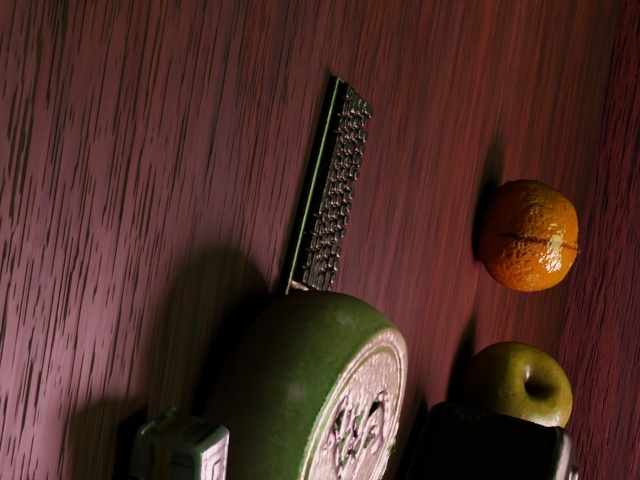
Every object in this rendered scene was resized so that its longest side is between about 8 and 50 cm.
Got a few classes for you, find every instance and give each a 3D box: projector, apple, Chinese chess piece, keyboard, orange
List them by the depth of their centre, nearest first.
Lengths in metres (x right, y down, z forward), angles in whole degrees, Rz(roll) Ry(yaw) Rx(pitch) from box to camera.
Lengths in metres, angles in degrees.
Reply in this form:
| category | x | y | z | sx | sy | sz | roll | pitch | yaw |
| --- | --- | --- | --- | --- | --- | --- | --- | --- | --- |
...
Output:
| category | x | y | z | sx | sy | sz | roll | pitch | yaw |
| --- | --- | --- | --- | --- | --- | --- | --- | --- | --- |
| Chinese chess piece | -0.011 | 0.168 | 1.109 | 0.250 | 0.101 | 0.250 | -45 | 145 | -45 |
| keyboard | 0.000 | 0.000 | 1.220 | 0.106 | 0.027 | 0.316 | 35 | 66 | -69 |
| projector | 0.237 | 0.510 | 1.841 | 0.405 | 0.242 | 0.395 | 77 | 28 | -51 |
| orange | 0.344 | -0.007 | 2.003 | 0.193 | 0.161 | 0.193 | 5 | 90 | -69 |
| apple | 0.316 | 0.266 | 2.038 | 0.157 | 0.196 | 0.196 | -55 | -176 | 46 |

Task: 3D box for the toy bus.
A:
| category | x | y | z | sx | sy | sz | roll | pitch | yaw |
| --- | --- | --- | --- | --- | --- | --- | --- | --- | --- |
| toy bus | -0.114 | 0.226 | 0.935 | 0.064 | 0.075 | 0.190 | -32 | 129 | -66 |
